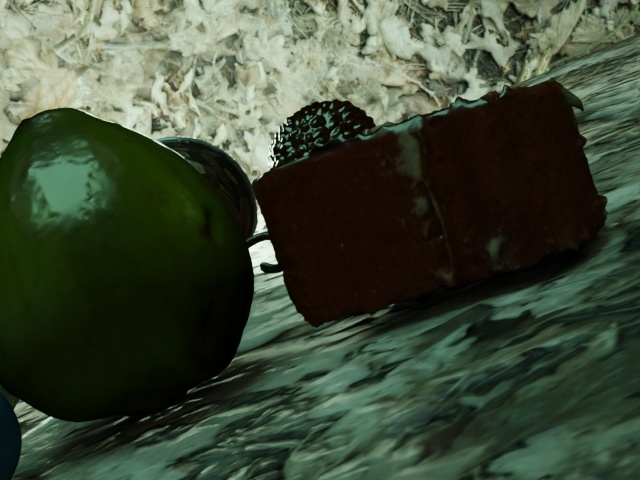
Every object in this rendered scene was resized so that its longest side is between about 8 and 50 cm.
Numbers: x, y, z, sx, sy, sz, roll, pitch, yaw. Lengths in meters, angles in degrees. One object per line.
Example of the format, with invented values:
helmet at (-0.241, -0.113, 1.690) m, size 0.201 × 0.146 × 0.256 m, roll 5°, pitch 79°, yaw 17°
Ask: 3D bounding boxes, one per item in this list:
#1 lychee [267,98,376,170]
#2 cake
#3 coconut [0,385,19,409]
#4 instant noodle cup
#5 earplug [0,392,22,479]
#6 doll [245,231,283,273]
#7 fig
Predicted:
lychee at (0.009, -0.096, 1.710) m, size 0.188 × 0.188 × 0.188 m, roll -23°, pitch 7°, yaw 3°
cake at (0.093, -0.031, 1.005) m, size 0.283 × 0.150 × 0.177 m, roll -20°, pitch -5°, yaw 23°
coconut at (-0.431, 0.114, 1.231) m, size 0.247 × 0.245 × 0.245 m, roll -27°, pitch 8°, yaw -26°
instant noodle cup at (-0.193, -0.015, 1.602) m, size 0.217 × 0.217 × 0.207 m, roll -22°, pitch 13°, yaw 4°
earplug at (-0.293, 0.164, 0.846) m, size 0.132 × 0.132 × 0.273 m, roll -21°, pitch 3°, yaw 12°
doll at (0.000, 0.000, 1.451) m, size 0.165 × 0.057 × 0.139 m, roll -4°, pitch 17°, yaw 45°
fig at (-0.182, 0.014, 1.019) m, size 0.239 × 0.271 × 0.239 m, roll -26°, pitch -7°, yaw -3°
